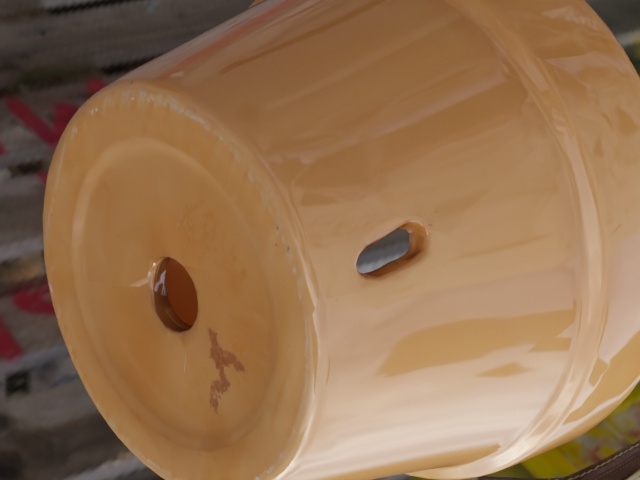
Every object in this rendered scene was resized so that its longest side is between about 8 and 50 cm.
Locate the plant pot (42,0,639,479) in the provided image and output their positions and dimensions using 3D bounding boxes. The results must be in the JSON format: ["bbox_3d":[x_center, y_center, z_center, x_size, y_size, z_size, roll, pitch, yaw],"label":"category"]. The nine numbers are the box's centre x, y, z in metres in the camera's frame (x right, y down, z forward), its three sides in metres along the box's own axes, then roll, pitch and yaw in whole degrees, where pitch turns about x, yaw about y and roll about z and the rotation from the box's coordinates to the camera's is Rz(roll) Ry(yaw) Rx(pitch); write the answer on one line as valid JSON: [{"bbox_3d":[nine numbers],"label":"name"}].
[{"bbox_3d":[0.000,0.000,0.687,0.203,0.291,0.291,-18,134,-42],"label":"plant pot"}]

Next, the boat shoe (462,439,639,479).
[{"bbox_3d":[0.129,0.188,0.919,0.257,0.095,0.095,-28,153,-23],"label":"boat shoe"}]
